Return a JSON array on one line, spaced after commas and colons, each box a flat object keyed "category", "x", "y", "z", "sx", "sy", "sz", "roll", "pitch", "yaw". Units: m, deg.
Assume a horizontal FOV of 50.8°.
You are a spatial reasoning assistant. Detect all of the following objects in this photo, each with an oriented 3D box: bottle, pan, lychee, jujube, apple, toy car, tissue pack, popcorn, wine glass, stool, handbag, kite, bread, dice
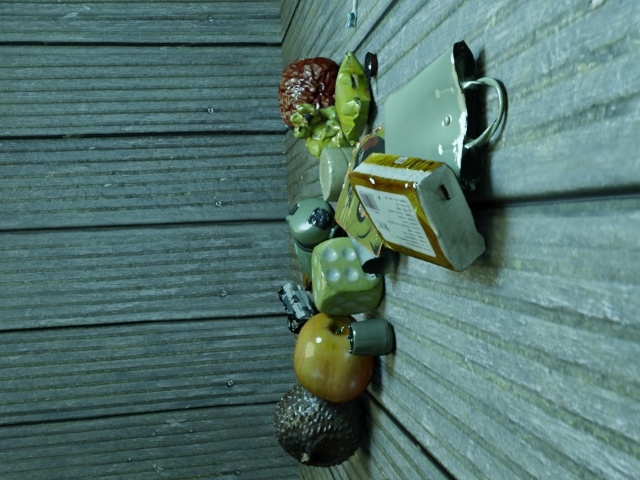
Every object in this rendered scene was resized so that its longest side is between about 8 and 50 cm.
[{"category": "bottle", "x": 0.002, "y": 0.001, "z": 1.950, "sx": 0.347, "sy": 0.169, "sz": 0.168, "roll": 68, "pitch": -167, "yaw": -63}, {"category": "pan", "x": 0.131, "y": -0.428, "z": 1.730, "sx": 0.068, "sy": 0.024, "sz": 0.115, "roll": 121, "pitch": 148, "yaw": -72}, {"category": "lychee", "x": -0.006, "y": 0.545, "z": 2.051, "sx": 0.300, "sy": 0.300, "sz": 0.299, "roll": 177, "pitch": 90, "yaw": -81}, {"category": "jujube", "x": -0.029, "y": -0.458, "z": 2.122, "sx": 0.213, "sy": 0.213, "sz": 0.232, "roll": -130, "pitch": 39, "yaw": -75}, {"category": "apple", "x": 0.043, "y": 0.313, "z": 1.876, "sx": 0.241, "sy": 0.242, "sz": 0.242, "roll": 98, "pitch": 166, "yaw": -45}, {"category": "toy car", "x": -0.050, "y": 0.274, "z": 2.500, "sx": 0.301, "sy": 0.118, "sz": 0.193, "roll": 46, "pitch": -168, "yaw": -53}, {"category": "tissue pack", "x": 0.159, "y": -0.050, "z": 1.146, "sx": 0.183, "sy": 0.092, "sz": 0.226, "roll": 57, "pitch": 162, "yaw": -23}, {"category": "popcorn", "x": 0.008, "y": -0.314, "z": 1.985, "sx": 0.173, "sy": 0.195, "sz": 0.168, "roll": -127, "pitch": 43, "yaw": -66}, {"category": "wine glass", "x": 0.120, "y": -0.018, "z": 1.670, "sx": 0.103, "sy": 0.103, "sz": 0.222, "roll": 98, "pitch": 166, "yaw": -47}, {"category": "stool", "x": 0.124, "y": 0.244, "z": 1.688, "sx": 0.096, "sy": 0.110, "sz": 0.096, "roll": 176, "pitch": 90, "yaw": -85}, {"category": "handbag", "x": 0.203, "y": -0.195, "z": 1.140, "sx": 0.315, "sy": 0.110, "sz": 0.241, "roll": 171, "pitch": 95, "yaw": -77}, {"category": "kite", "x": 0.121, "y": -0.111, "z": 1.576, "sx": 0.377, "sy": 0.013, "sz": 0.327, "roll": -38, "pitch": 47, "yaw": 55}, {"category": "bread", "x": 0.075, "y": -0.178, "z": 1.791, "sx": 0.134, "sy": 0.141, "sz": 0.148, "roll": 107, "pitch": 158, "yaw": -53}, {"category": "dice", "x": 0.069, "y": 0.097, "z": 1.806, "sx": 0.169, "sy": 0.169, "sz": 0.166, "roll": 104, "pitch": 161, "yaw": -61}]

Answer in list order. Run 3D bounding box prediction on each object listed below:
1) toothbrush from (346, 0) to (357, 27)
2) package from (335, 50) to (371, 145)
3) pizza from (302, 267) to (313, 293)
[{"category": "toothbrush", "x": 0.099, "y": -0.737, "z": 1.853, "sx": 0.030, "sy": 0.030, "sz": 0.303, "roll": -107, "pitch": 19, "yaw": -56}, {"category": "package", "x": 0.086, "y": -0.383, "z": 1.822, "sx": 0.168, "sy": 0.090, "sz": 0.226, "roll": 97, "pitch": 169, "yaw": -59}, {"category": "pizza", "x": -0.006, "y": 0.049, "z": 2.419, "sx": 0.409, "sy": 0.114, "sz": 0.277, "roll": 122, "pitch": 145, "yaw": -75}]
